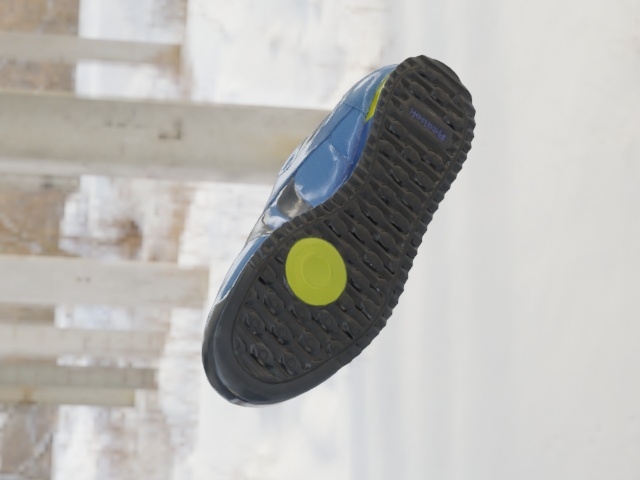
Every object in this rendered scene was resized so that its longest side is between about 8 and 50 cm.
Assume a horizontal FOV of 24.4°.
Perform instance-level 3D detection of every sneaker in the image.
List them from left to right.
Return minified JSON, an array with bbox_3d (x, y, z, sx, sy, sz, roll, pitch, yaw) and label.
[{"bbox_3d":[0.000,0.000,0.699,0.082,0.069,0.209,-24,27,53],"label":"sneaker"}]
